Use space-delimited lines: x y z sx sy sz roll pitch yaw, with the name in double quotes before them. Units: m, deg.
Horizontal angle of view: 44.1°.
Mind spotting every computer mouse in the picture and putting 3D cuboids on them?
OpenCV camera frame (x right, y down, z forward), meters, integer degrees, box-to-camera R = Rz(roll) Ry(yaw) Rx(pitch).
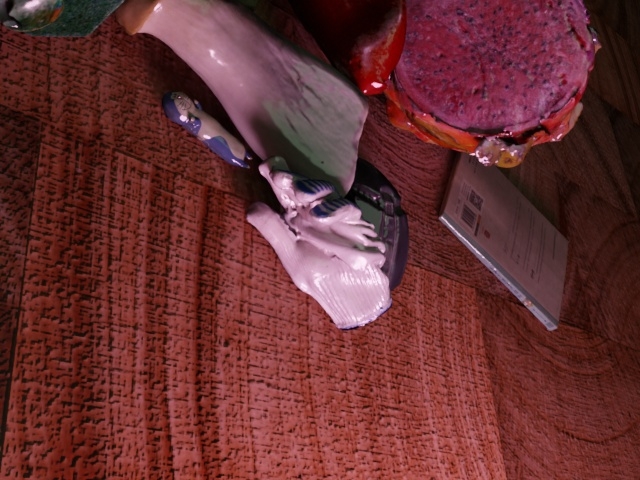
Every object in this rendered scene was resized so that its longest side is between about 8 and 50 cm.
"computer mouse" 0.067 -0.027 0.999 0.106 0.062 0.192 15 56 -41

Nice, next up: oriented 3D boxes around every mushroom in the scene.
"mushroom" -0.081 -0.190 0.889 0.329 0.122 0.159 36 27 -28

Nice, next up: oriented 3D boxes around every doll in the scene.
"doll" -0.124 -0.122 0.879 0.125 0.027 0.037 37 39 -26

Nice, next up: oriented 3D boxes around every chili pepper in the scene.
"chili pepper" 0.052 -0.291 1.031 0.144 0.136 0.252 -7 55 -25

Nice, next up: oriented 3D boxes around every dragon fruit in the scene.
"dragon fruit" 0.245 -0.248 1.156 0.296 0.314 0.263 35 -6 11

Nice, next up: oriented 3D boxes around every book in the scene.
"book" 0.302 -0.015 1.271 0.283 0.025 0.215 44 43 -18

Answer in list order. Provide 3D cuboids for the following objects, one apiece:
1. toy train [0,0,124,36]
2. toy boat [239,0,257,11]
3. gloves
"toy train" -0.290 -0.334 0.731 0.238 0.167 0.299 -23 86 -56
"toy boat" -0.104 -0.327 0.984 0.071 0.089 0.185 25 38 -14
"gloves" 0.001 0.000 0.886 0.229 0.119 0.097 58 9 -27
